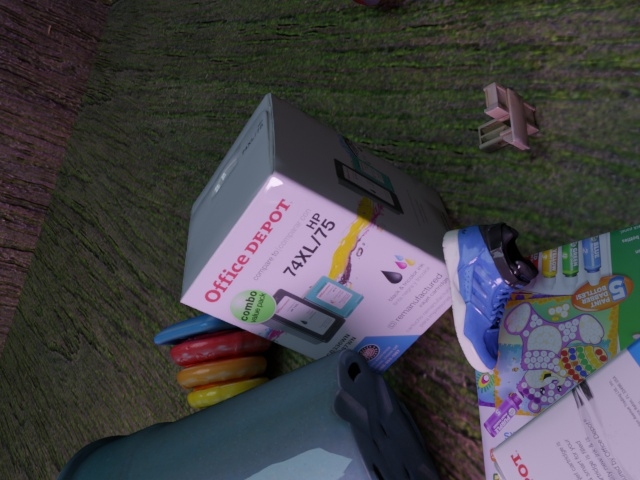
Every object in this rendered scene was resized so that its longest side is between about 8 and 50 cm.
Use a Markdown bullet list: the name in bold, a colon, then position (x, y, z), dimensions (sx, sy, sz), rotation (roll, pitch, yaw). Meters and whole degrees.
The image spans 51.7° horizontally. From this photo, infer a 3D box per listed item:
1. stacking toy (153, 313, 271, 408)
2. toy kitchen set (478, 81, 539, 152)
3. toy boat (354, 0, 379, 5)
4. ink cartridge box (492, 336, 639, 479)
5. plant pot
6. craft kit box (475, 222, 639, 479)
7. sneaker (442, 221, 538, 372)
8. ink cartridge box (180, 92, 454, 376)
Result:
- **stacking toy**: position (-0.138, 0.263, 1.030), dimensions (0.165, 0.175, 0.302), rotation (-21, 76, 39)
- **toy kitchen set**: position (0.204, -0.128, 0.778), dimensions (0.075, 0.083, 0.068), rotation (-23, 60, 44)
- **toy boat**: position (0.128, -0.447, 0.963), dimensions (0.151, 0.151, 0.231), rotation (34, 107, 19)
- **ink cartridge box**: position (0.259, 0.180, 0.521), dimensions (0.203, 0.085, 0.148), rotation (-50, 44, 29)
- **plant pot**: position (-0.054, 0.304, 0.722), dimensions (0.334, 0.341, 0.341), rotation (-31, 52, 13)
- **craft kit box**: position (0.266, 0.123, 0.644), dimensions (0.249, 0.060, 0.247), rotation (-23, 63, 44)
- **sneaker**: position (0.182, 0.056, 0.678), dimensions (0.084, 0.058, 0.152), rotation (-14, 79, 31)
- **ink cartridge box**: position (0.000, 0.000, 0.796), dimensions (0.198, 0.270, 0.197), rotation (-51, 26, 27)
